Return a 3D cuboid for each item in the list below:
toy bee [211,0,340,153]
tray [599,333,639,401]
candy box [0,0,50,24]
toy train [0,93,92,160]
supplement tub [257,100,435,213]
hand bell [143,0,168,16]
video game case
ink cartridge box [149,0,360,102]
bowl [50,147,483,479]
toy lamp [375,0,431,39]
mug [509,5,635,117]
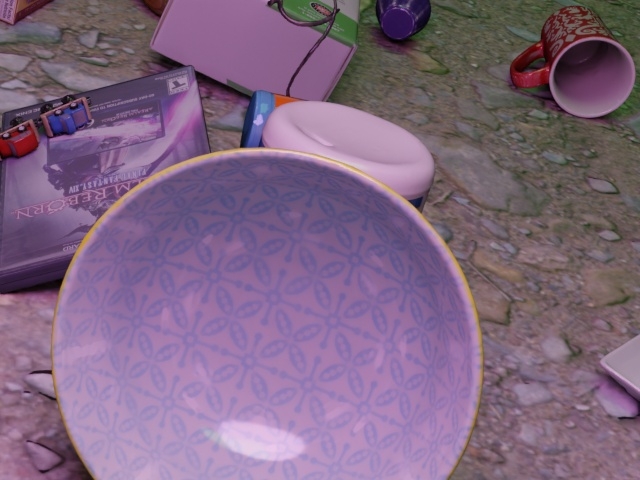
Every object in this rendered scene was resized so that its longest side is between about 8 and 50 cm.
[{"bbox_3d":[-0.025,-0.086,1.268,0.195,0.162,0.298,28,57,1],"label":"toy bee"},{"bbox_3d":[0.393,0.174,1.163,0.270,0.030,0.145,37,35,28],"label":"tray"},{"bbox_3d":[-0.414,-0.324,1.499,0.187,0.053,0.109,23,31,5],"label":"candy box"},{"bbox_3d":[-0.281,-0.095,1.178,0.158,0.027,0.036,-28,42,-18],"label":"toy train"},{"bbox_3d":[0.000,0.000,1.054,0.144,0.199,0.144,15,24,-7],"label":"supplement tub"},{"bbox_3d":[-0.245,-0.357,1.617,0.126,0.126,0.242,-19,60,-45],"label":"hand bell"},{"bbox_3d":[-0.196,-0.065,1.156,0.196,0.026,0.274,-14,36,-1],"label":"video game case"},{"bbox_3d":[-0.067,-0.290,1.532,0.211,0.121,0.289,25,30,-10],"label":"ink cartridge box"},{"bbox_3d":[-0.031,0.071,0.911,0.290,0.289,0.156,20,9,3],"label":"bowl"},{"bbox_3d":[0.128,-0.352,1.800,0.080,0.080,0.274,19,32,2],"label":"toy lamp"},{"bbox_3d":[0.341,-0.258,1.736,0.150,0.113,0.169,16,28,-7],"label":"mug"}]
